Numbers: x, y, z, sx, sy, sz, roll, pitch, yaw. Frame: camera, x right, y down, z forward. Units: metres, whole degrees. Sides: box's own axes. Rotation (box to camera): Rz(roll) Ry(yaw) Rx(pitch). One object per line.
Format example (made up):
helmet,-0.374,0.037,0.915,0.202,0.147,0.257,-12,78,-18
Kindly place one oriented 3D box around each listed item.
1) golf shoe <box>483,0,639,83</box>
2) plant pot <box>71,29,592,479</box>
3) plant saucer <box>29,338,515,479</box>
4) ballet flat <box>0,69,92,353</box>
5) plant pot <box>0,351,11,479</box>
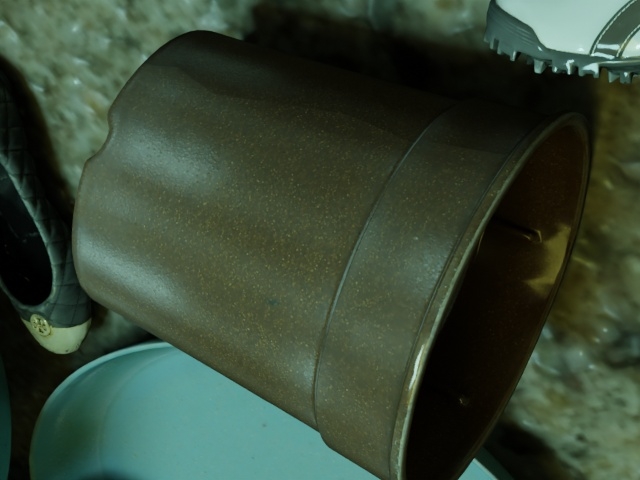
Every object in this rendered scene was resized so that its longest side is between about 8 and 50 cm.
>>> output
golf shoe,0.147,-0.108,0.538,0.198,0.077,0.094,-6,113,23
plant pot,0.000,0.000,0.644,0.165,0.167,0.167,22,134,20
plant saucer,-0.009,0.165,0.859,0.317,0.044,0.317,14,131,17
ballet flat,-0.158,-0.010,0.788,0.057,0.049,0.173,3,127,27
plant pot,-0.303,0.097,0.803,0.235,0.293,0.293,-12,121,22
